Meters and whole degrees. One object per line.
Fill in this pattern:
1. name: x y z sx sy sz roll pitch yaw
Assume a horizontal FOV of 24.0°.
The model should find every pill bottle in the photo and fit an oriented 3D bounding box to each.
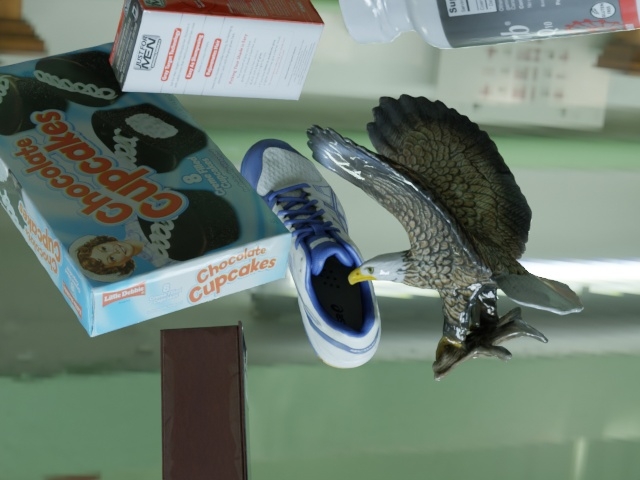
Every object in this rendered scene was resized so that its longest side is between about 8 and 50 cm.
1. pill bottle: 0.212 -0.337 1.774 0.362 0.210 0.210 -4 -170 16

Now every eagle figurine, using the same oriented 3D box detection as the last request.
1. eagle figurine: 0.122 -0.012 1.589 0.225 0.298 0.226 -16 -175 -14

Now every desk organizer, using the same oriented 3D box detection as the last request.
1. desk organizer: -0.068 0.118 0.900 0.050 0.130 0.047 -3 155 0

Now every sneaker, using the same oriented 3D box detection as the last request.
1. sneaker: 0.000 0.000 1.761 0.111 0.296 0.131 -25 168 -13

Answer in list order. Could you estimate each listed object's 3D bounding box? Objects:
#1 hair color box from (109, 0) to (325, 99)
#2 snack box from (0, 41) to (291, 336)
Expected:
1. hair color box: -0.075 -0.144 1.094 0.141 0.072 0.043 0 -140 -28
2. snack box: -0.187 -0.058 1.337 0.187 0.060 0.322 -17 -134 -28
